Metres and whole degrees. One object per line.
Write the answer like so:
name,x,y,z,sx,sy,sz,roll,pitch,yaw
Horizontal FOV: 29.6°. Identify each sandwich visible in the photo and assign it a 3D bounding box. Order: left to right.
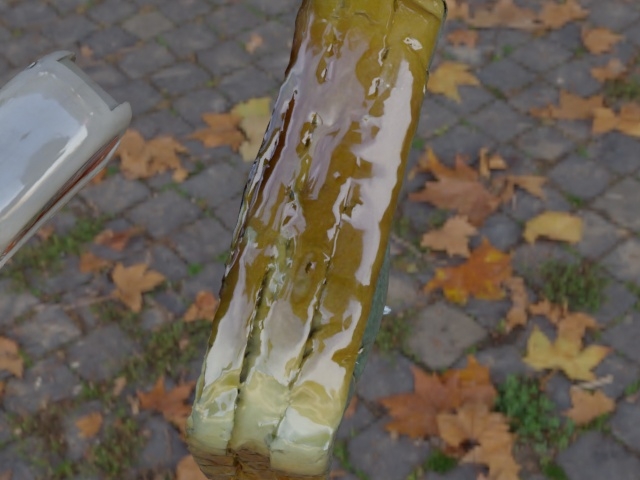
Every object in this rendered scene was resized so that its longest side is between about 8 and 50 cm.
sandwich,0.000,0.000,0.736,0.099,0.271,0.301,16,76,-1

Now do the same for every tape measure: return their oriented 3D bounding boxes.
tape measure,-0.316,-0.085,1.277,0.130,0.265,0.258,43,62,-4

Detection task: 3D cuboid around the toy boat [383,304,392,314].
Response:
toy boat,0.022,0.044,1.168,0.122,0.034,0.096,38,10,22
